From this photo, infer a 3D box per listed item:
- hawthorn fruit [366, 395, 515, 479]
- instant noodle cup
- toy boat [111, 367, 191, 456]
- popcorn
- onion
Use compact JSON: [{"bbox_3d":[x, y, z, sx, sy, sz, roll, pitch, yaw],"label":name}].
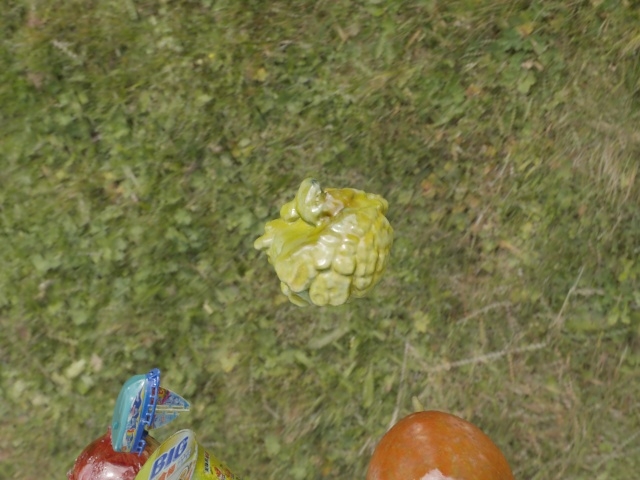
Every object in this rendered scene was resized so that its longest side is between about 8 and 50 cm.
[{"bbox_3d":[0.149,0.312,1.315,0.200,0.251,0.199,-7,134,-7],"label":"hawthorn fruit"},{"bbox_3d":[-0.180,0.392,1.390,0.153,0.205,0.205,40,124,-20],"label":"instant noodle cup"},{"bbox_3d":[-0.250,0.251,1.500,0.110,0.091,0.175,4,132,-22],"label":"toy boat"},{"bbox_3d":[0.004,0.007,1.227,0.174,0.142,0.173,-10,65,22],"label":"popcorn"},{"bbox_3d":[-0.360,0.394,1.782,0.184,0.184,0.147,-1,102,25],"label":"onion"}]
